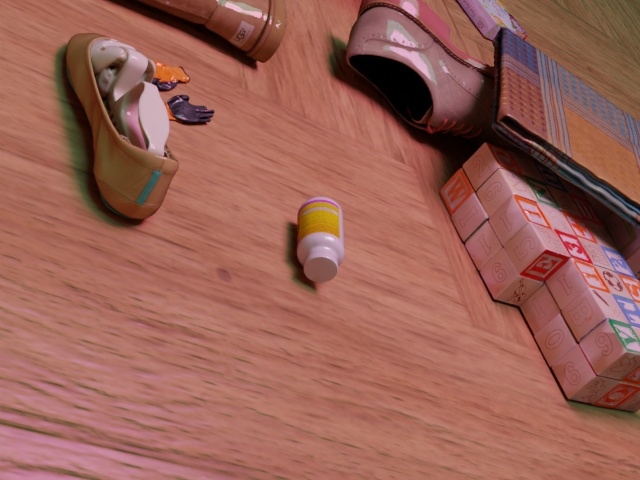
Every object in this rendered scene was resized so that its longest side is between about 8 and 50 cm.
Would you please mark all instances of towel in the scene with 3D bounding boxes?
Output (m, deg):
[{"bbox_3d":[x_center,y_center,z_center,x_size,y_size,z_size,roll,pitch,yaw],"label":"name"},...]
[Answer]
[{"bbox_3d":[0.364,-0.106,1.212,0.370,0.040,0.271,32,33,-11],"label":"towel"}]

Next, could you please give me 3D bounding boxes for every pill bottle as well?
[{"bbox_3d":[0.000,0.000,0.888,0.043,0.043,0.083,29,32,-21],"label":"pill bottle"}]

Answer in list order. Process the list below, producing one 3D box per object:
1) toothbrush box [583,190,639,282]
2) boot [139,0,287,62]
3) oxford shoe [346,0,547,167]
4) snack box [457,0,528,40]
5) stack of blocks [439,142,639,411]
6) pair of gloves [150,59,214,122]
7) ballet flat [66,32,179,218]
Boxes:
[{"bbox_3d":[0.463,0.027,1.304,0.283,0.122,0.206,26,35,-22],"label":"toothbrush box"},{"bbox_3d":[-0.167,-0.330,1.079,0.270,0.089,0.236,22,35,-28],"label":"boot"},{"bbox_3d":[0.170,-0.170,1.265,0.348,0.123,0.130,35,57,-14],"label":"oxford shoe"},{"bbox_3d":[0.303,-0.416,1.765,0.100,0.037,0.141,4,47,-44],"label":"snack box"},{"bbox_3d":[0.270,0.039,1.102,0.171,0.087,0.297,15,40,-37],"label":"stack of blocks"},{"bbox_3d":[-0.143,-0.145,0.944,0.074,0.010,0.083,-6,56,-52],"label":"pair of gloves"},{"bbox_3d":[-0.161,-0.118,0.827,0.080,0.073,0.232,14,40,-39],"label":"ballet flat"}]
